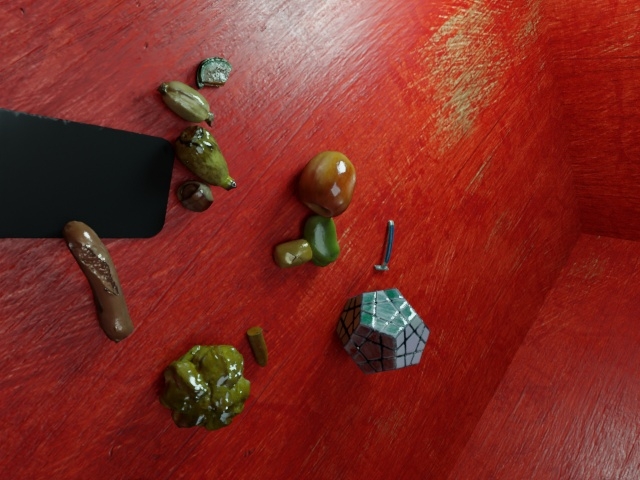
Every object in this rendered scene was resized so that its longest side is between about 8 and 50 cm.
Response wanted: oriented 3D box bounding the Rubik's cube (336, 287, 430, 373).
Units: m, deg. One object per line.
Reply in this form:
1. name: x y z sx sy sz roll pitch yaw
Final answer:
1. Rubik's cube: 0.214 0.313 1.455 0.319 0.319 0.263 2 72 -41

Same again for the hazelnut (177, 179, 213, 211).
1. hazelnut: -0.309 -0.109 1.032 0.087 0.086 0.086 -11 108 -39

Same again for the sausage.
1. sausage: -0.479 0.095 0.916 0.078 0.078 0.304 -25 124 -34

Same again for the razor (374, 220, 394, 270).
1. razor: 0.254 0.020 1.571 0.068 0.037 0.191 9 95 -41

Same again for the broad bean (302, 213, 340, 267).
1. broad bean: 0.000 0.000 1.326 0.125 0.082 0.174 -31 109 -32

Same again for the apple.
1. apple: 0.023 -0.172 1.242 0.199 0.199 0.198 -11 108 -39

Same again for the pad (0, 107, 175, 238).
1. pad: -0.516 -0.096 0.894 0.376 0.063 0.314 1 106 -48

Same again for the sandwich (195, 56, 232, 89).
1. sandwich: -0.261 -0.414 1.027 0.101 0.026 0.069 -24 114 -35

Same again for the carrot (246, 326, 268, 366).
1. carrot: -0.183 0.326 1.265 0.048 0.048 0.139 -30 121 -32

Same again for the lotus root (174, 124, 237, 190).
1. lotus root: -0.278 -0.191 1.022 0.190 0.095 0.108 61 37 -45

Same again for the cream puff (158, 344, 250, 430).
1. cream puff: -0.299 0.391 1.105 0.245 0.196 0.243 8 70 -25

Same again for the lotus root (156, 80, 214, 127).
1. lotus root: -0.311 -0.322 0.982 0.150 0.062 0.072 30 88 -41

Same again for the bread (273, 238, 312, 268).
1. bread: -0.081 0.042 1.251 0.115 0.056 0.082 -10 109 -9
